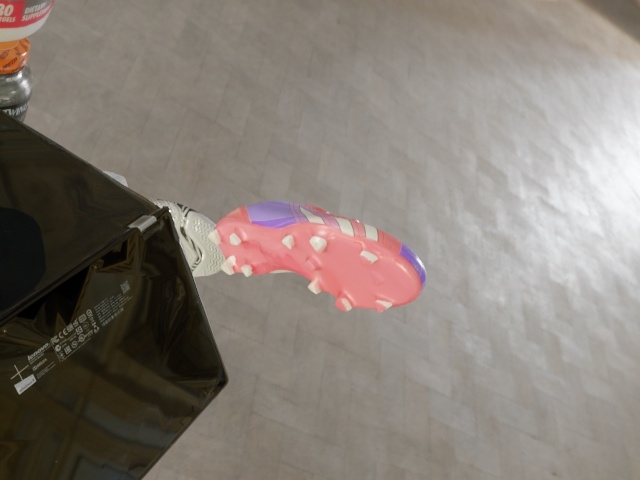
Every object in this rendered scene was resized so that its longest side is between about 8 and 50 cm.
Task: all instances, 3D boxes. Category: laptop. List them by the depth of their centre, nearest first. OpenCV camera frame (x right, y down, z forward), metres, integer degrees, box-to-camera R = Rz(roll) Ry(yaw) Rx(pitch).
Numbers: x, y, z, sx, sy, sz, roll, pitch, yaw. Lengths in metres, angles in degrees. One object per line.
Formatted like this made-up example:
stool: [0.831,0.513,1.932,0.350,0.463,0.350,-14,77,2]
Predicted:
laptop: [-0.349,0.097,0.744,0.382,0.236,0.407,-45,127,-49]

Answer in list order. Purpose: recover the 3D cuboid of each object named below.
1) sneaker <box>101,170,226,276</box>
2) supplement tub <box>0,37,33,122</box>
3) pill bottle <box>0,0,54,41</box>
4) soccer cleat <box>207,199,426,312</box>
sneaker: [-0.354,-0.044,1.309,0.366,0.137,0.210,17,12,-18]
supplement tub: [-0.650,-0.234,1.234,0.207,0.338,0.207,22,35,-16]
pill bottle: [-0.290,-0.350,0.607,0.176,0.318,0.176,22,46,-24]
soccer cleat: [0.000,0.000,0.617,0.095,0.248,0.083,-40,122,-35]
